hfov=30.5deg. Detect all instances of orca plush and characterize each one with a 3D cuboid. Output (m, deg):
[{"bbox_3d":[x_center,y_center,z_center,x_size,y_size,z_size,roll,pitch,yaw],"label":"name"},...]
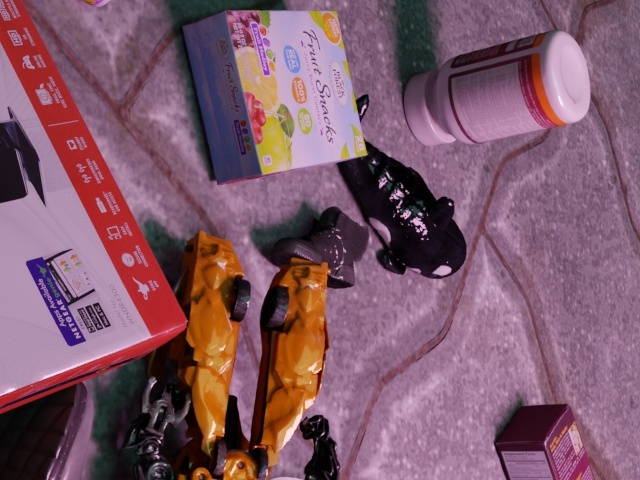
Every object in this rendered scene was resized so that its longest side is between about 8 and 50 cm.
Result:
[{"bbox_3d":[0.123,-0.060,1.463,0.287,0.102,0.151,61,40,-24],"label":"orca plush"}]

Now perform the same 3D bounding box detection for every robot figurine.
[{"bbox_3d":[-0.078,0.148,1.122,0.211,0.085,0.291,15,68,-20],"label":"robot figurine"}]

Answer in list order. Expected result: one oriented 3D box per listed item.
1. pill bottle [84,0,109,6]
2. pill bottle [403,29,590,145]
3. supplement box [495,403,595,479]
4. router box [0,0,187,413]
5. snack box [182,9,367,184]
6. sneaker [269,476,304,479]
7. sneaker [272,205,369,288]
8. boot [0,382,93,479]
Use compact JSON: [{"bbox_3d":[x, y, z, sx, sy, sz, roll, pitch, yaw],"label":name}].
[{"bbox_3d":[-0.227,-0.252,1.080,0.083,0.043,0.043,30,59,-46],"label":"pill bottle"},{"bbox_3d":[0.228,-0.192,1.536,0.121,0.221,0.121,17,68,-51],"label":"pill bottle"},{"bbox_3d":[0.328,0.339,1.670,0.104,0.081,0.188,-39,114,-50],"label":"supplement box"},{"bbox_3d":[-0.287,-0.033,0.831,0.301,0.082,0.335,-20,80,-54],"label":"router box"},{"bbox_3d":[-0.045,-0.161,1.287,0.207,0.070,0.174,-17,95,-56],"label":"snack box"},{"bbox_3d":[0.009,0.310,1.217,0.235,0.090,0.095,15,45,-40],"label":"sneaker"},{"bbox_3d":[0.002,0.000,1.333,0.170,0.051,0.089,29,59,-53],"label":"sneaker"},{"bbox_3d":[-0.217,0.290,0.936,0.223,0.118,0.338,43,56,-49],"label":"boot"}]
